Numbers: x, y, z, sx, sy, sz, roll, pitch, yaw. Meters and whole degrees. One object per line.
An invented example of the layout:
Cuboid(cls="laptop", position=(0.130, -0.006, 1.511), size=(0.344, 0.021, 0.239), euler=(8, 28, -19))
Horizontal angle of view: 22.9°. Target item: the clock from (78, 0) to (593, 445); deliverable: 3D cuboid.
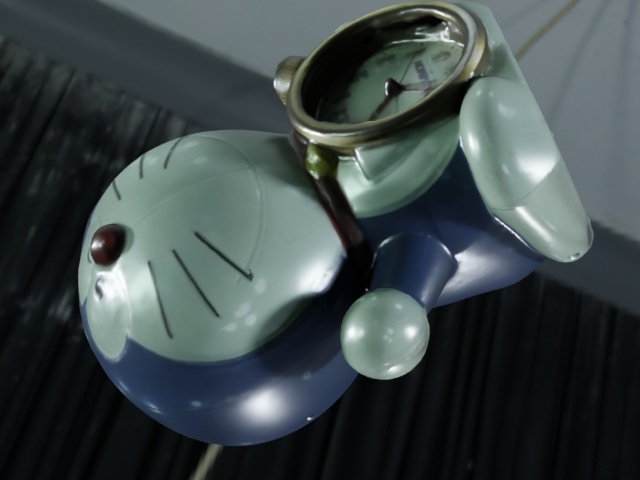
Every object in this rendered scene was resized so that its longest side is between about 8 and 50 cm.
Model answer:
Cuboid(cls="clock", position=(0.000, 0.000, 0.750), size=(0.243, 0.199, 0.146), euler=(-28, 132, 7))
